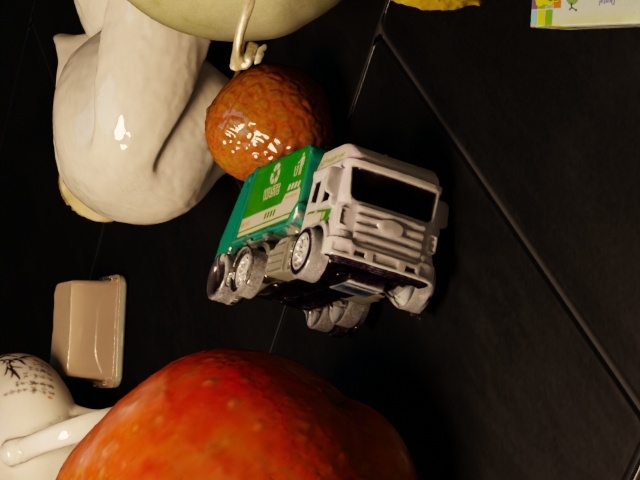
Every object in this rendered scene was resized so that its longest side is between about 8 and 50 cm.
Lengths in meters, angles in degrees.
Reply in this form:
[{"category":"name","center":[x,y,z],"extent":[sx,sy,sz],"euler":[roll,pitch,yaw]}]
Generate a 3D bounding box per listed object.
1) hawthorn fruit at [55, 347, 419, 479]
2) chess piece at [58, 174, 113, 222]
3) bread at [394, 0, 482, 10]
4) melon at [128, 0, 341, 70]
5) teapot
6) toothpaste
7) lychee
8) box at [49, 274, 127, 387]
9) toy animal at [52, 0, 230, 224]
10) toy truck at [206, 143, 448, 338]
[{"category":"hawthorn fruit","center":[-0.064,0.214,1.309],"extent":[0.284,0.284,0.284],"euler":[-175,90,-67]},{"category":"chess piece","center":[-0.181,-0.101,1.890],"extent":[0.200,0.090,0.090],"euler":[-39,49,45]},{"category":"bread","center":[0.055,-0.281,1.235],"extent":[0.124,0.186,0.257],"euler":[116,157,-48]},{"category":"melon","center":[-0.069,-0.285,1.433],"extent":[0.308,0.272,0.271],"euler":[27,110,61]},{"category":"teapot","center":[-0.289,0.218,1.960],"extent":[0.300,0.166,0.208],"euler":[-20,72,61]},{"category":"toothpaste","center":[0.178,-0.149,1.107],"extent":[0.164,0.034,0.046],"euler":[-168,80,-67]},{"category":"lychee","center":[-0.041,-0.099,1.523],"extent":[0.114,0.101,0.140],"euler":[-46,24,-7]},{"category":"box","center":[-0.250,0.096,2.011],"extent":[0.089,0.062,0.122],"euler":[170,104,-66]},{"category":"toy animal","center":[-0.165,-0.144,1.691],"extent":[0.272,0.206,0.265],"euler":[-25,58,61]},{"category":"toy truck","center":[0.000,0.000,1.399],"extent":[0.253,0.114,0.124],"euler":[-22,54,64]}]
